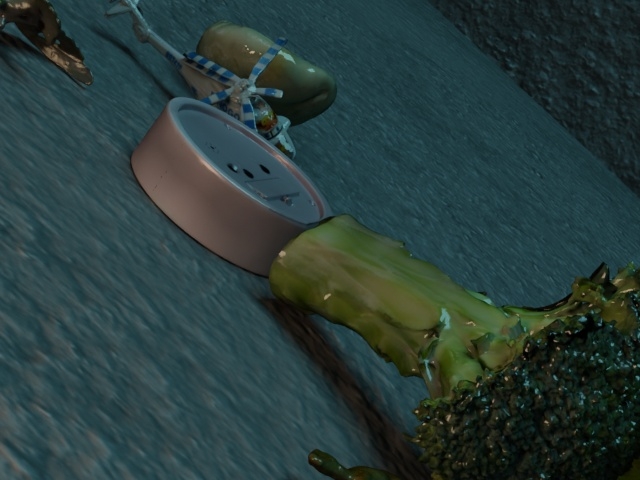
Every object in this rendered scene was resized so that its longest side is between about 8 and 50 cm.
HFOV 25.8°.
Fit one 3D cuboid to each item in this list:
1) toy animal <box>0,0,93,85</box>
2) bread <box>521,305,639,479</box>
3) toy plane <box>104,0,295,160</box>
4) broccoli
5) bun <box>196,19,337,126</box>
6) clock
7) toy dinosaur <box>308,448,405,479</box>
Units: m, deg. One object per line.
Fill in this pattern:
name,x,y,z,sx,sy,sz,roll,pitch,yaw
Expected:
toy animal,-0.312,-0.238,1.344,0.155,0.219,0.095,3,36,7
bread,0.293,0.212,1.362,0.185,0.109,0.380,18,27,-35
toy plane,-0.137,-0.171,1.574,0.273,0.107,0.182,24,57,14
broccoli,0.095,0.098,1.165,0.361,0.252,0.221,9,-32,27
bun,-0.071,-0.192,1.698,0.183,0.102,0.183,26,3,-1
clock,-0.085,-0.052,1.356,0.197,0.068,0.197,35,17,-13
toy dinosaur,0.045,0.187,1.059,0.126,0.039,0.162,33,1,1
